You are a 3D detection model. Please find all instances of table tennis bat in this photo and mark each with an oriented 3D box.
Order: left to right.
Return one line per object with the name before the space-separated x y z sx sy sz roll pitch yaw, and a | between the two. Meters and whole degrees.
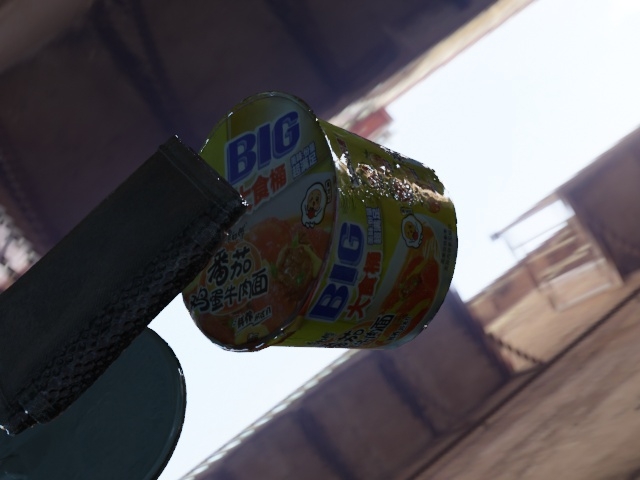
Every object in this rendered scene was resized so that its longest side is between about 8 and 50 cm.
table tennis bat | -0.189 0.148 1.234 0.237 0.038 0.149 -39 -126 6

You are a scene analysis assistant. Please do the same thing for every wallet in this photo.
wallet | -0.087 0.018 0.744 0.129 0.088 0.026 -44 -60 -1

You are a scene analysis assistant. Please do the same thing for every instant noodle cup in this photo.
instant noodle cup | 0.000 0.000 1.439 0.153 0.205 0.205 14 -109 -40
